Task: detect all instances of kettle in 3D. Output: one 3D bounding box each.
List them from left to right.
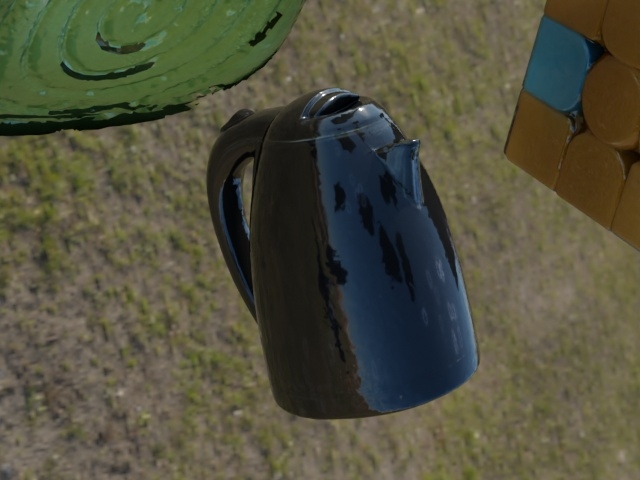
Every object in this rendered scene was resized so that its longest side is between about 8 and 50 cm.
[{"bbox_3d":[0.000,0.000,1.163,0.207,0.268,0.290,-32,114,-47],"label":"kettle"}]

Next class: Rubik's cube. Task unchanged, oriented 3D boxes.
[{"bbox_3d":[0.434,-0.171,1.391,0.290,0.292,0.291,-10,125,-31],"label":"Rubik's cube"}]

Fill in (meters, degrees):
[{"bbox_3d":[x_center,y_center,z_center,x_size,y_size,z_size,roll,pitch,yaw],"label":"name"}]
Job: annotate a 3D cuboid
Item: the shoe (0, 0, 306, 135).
[{"bbox_3d":[-0.047,-0.129,0.370,0.140,0.262,0.128,6,60,-26],"label":"shoe"}]
